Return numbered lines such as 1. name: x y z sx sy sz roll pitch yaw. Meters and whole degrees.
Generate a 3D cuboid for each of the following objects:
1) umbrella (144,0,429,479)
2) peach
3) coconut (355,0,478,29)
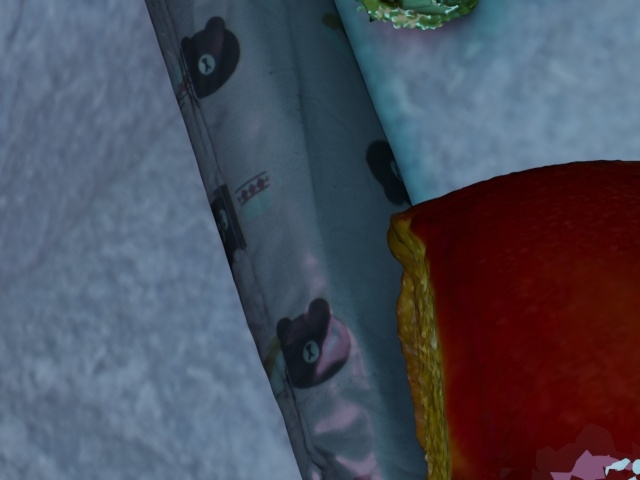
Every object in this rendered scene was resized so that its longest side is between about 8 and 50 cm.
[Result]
1. umbrella: 0.000 0.000 0.661 0.067 0.073 0.337 118 139 -55
2. peach: 0.085 0.070 0.499 0.192 0.190 0.190 24 97 22
3. coconut: 0.072 -0.156 0.644 0.158 0.055 0.133 -29 62 31
